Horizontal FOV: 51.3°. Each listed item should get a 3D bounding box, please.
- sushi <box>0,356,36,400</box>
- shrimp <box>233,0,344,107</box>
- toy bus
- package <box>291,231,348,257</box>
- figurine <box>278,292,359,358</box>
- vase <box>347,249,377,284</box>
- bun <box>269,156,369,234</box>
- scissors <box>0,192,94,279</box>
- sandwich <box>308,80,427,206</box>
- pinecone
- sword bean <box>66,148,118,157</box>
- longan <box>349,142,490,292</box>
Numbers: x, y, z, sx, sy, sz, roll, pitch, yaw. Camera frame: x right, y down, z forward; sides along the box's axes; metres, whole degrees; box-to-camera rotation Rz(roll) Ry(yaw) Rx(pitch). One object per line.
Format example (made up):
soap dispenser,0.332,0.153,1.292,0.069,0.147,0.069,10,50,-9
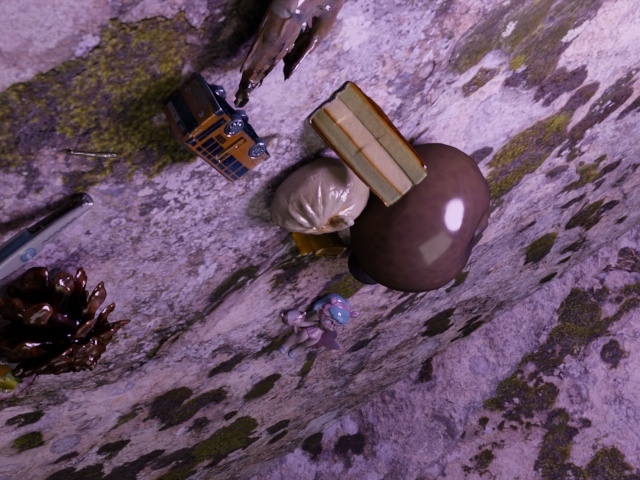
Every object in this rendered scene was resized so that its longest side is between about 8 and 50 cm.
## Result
sushi,-0.655,0.229,1.248,0.241,0.108,0.161,15,128,-44
shrimp,-0.045,-0.310,1.005,0.145,0.059,0.254,-16,146,-53
toy bus,-0.168,-0.175,1.072,0.103,0.091,0.182,-35,154,7
package,0.000,0.000,1.550,0.131,0.071,0.047,7,140,-48
figurine,-0.030,0.238,1.915,0.205,0.103,0.260,38,116,-23
vase,0.128,0.026,1.695,0.120,0.120,0.183,-21,133,-18
bun,0.008,-0.073,1.375,0.222,0.128,0.222,-26,154,-14
scissors,-0.482,0.017,1.057,0.289,0.041,0.138,-42,159,-19
sandwich,0.091,-0.173,1.236,0.117,0.187,0.144,-41,157,18
pinecone,-0.473,0.145,1.187,0.228,0.201,0.202,-29,157,4
sword bean,-0.355,-0.135,1.040,0.083,0.012,0.012,-2,141,-45
longan,0.219,-0.045,1.474,0.288,0.288,0.350,6,121,-49
